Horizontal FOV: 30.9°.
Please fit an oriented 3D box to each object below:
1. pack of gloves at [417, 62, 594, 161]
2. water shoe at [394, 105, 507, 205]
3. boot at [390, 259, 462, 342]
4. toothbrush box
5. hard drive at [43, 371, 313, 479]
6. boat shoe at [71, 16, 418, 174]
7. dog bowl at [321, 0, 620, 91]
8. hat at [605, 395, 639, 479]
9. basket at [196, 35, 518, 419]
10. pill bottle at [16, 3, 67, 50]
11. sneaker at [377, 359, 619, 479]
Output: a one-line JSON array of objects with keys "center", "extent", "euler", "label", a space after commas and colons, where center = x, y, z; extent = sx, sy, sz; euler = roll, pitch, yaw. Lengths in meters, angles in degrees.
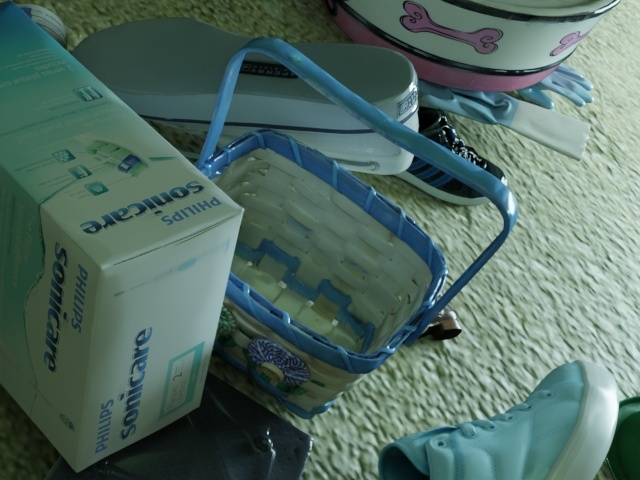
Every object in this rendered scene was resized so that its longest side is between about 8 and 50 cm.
[{"center": [0.227, -0.183, 1.455], "extent": [0.232, 0.046, 0.195], "euler": [22, 44, 5], "label": "pack of gloves"}, {"center": [0.127, -0.101, 1.285], "extent": [0.203, 0.080, 0.073], "euler": [18, 46, -14], "label": "water shoe"}, {"center": [0.083, 0.046, 1.160], "extent": [0.106, 0.037, 0.114], "euler": [9, 50, -40], "label": "boot"}, {"center": [-0.212, -0.009, 0.879], "extent": [0.126, 0.216, 0.295], "euler": [-24, 53, -38], "label": "toothbrush box"}, {"center": [-0.124, 0.209, 0.887], "extent": [0.172, 0.054, 0.255], "euler": [32, 43, 0], "label": "hard drive"}, {"center": [-0.075, -0.122, 1.163], "extent": [0.367, 0.156, 0.136], "euler": [8, 46, 17], "label": "boat shoe"}, {"center": [0.174, -0.348, 1.456], "extent": [0.408, 0.150, 0.408], "euler": [11, 44, -11], "label": "dog bowl"}, {"center": [0.403, 0.188, 1.102], "extent": [0.208, 0.183, 0.173], "euler": [39, 44, 8], "label": "hat"}, {"center": [0.000, 0.000, 0.972], "extent": [0.254, 0.289, 0.201], "euler": [34, 38, 7], "label": "basket"}, {"center": [-0.285, -0.156, 1.110], "extent": [0.078, 0.078, 0.137], "euler": [11, 47, -21], "label": "pill bottle"}, {"center": [0.137, 0.194, 0.988], "extent": [0.150, 0.135, 0.366], "euler": [40, 43, 5], "label": "sneaker"}]
